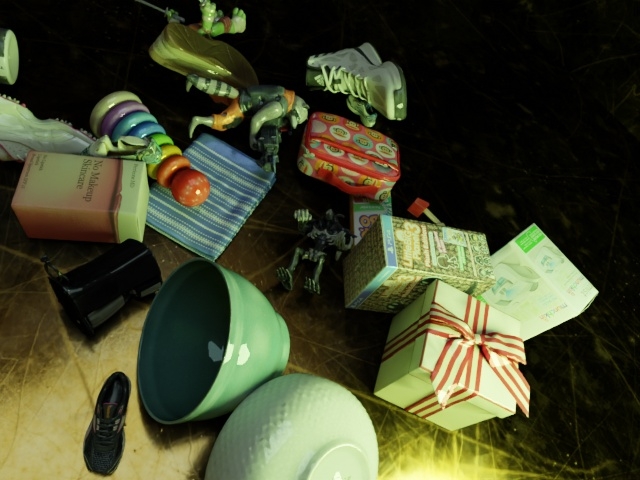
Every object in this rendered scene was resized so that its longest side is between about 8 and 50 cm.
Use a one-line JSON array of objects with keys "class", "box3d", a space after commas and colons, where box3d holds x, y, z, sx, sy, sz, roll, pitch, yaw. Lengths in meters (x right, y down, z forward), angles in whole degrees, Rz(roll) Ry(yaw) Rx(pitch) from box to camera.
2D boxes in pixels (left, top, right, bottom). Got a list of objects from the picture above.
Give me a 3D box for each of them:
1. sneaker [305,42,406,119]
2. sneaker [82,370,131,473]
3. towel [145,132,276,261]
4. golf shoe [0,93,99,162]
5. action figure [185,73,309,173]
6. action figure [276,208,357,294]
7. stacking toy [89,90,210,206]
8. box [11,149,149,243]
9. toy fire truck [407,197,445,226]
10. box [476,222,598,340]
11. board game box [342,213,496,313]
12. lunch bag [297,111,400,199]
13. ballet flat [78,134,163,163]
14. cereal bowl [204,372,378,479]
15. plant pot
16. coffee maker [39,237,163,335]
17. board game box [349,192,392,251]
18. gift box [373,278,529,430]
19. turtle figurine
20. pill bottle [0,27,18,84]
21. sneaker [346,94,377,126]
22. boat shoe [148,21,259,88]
[{"class": "sneaker", "box3d": [0.094, -0.482, 1.481, 0.258, 0.169, 0.447, -13, 40, -7]}, {"class": "sneaker", "box3d": [-0.382, 0.319, 0.838, 0.072, 0.077, 0.178, 5, 58, -19]}, {"class": "towel", "box3d": [-0.283, -0.126, 1.193, 0.243, 0.040, 0.335, 30, 52, -2]}, {"class": "golf shoe", "box3d": [-0.644, -0.222, 1.073, 0.307, 0.115, 0.140, 22, 79, -13]}, {"class": "action figure", "box3d": [-0.187, -0.341, 1.261, 0.331, 0.178, 0.341, -3, 46, -16]}, {"class": "action figure", "box3d": [0.000, 0.000, 1.173, 0.164, 0.140, 0.275, 21, 54, 5]}, {"class": "stacking toy", "box3d": [-0.389, -0.208, 1.124, 0.330, 0.141, 0.141, 41, 52, 10]}, {"class": "box", "box3d": [-0.499, -0.089, 1.004, 0.233, 0.126, 0.148, 3, 58, -14]}, {"class": "toy fire truck", "box3d": [0.334, -0.026, 1.390, 0.192, 0.047, 0.135, 36, 51, 1]}, {"class": "box", "box3d": [0.530, 0.126, 1.242, 0.127, 0.262, 0.231, -28, 74, -34]}, {"class": "board game box", "box3d": [0.234, 0.076, 1.164, 0.291, 0.232, 0.141, 9, 56, -17]}, {"class": "lunch bag", "box3d": [0.080, -0.232, 1.346, 0.293, 0.120, 0.258, 17, 44, -10]}, {"class": "ballet flat", "box3d": [-0.446, -0.204, 1.031, 0.189, 0.070, 0.070, -3, 59, -2]}, {"class": "cereal bowl", "box3d": [-0.016, 0.406, 0.802, 0.339, 0.141, 0.338, 2, 86, -42]}, {"class": "plant pot", "box3d": [-0.186, 0.200, 0.899, 0.196, 0.293, 0.292, 24, 47, -42]}, {"class": "coffee maker", "box3d": [-0.417, 0.072, 0.925, 0.120, 0.171, 0.178, 34, 49, 21]}, {"class": "board game box", "box3d": [0.145, -0.052, 1.335, 0.124, 0.039, 0.259, 11, 58, -15]}, {"class": "gift box", "box3d": [0.294, 0.278, 1.044, 0.255, 0.258, 0.276, 22, 52, -8]}, {"class": "turtle figurine", "box3d": [-0.367, -0.681, 1.402, 0.274, 0.198, 0.266, 57, 42, -8]}, {"class": "pill bottle", "box3d": [-0.859, -0.448, 1.094, 0.246, 0.130, 0.130, 2, 59, -22]}, {"class": "sneaker", "box3d": [0.143, -0.447, 1.572, 0.052, 0.058, 0.135, -32, 75, -35]}, {"class": "boat shoe", "box3d": [-0.322, -0.504, 1.345, 0.341, 0.110, 0.121, 12, 59, -51]}]
